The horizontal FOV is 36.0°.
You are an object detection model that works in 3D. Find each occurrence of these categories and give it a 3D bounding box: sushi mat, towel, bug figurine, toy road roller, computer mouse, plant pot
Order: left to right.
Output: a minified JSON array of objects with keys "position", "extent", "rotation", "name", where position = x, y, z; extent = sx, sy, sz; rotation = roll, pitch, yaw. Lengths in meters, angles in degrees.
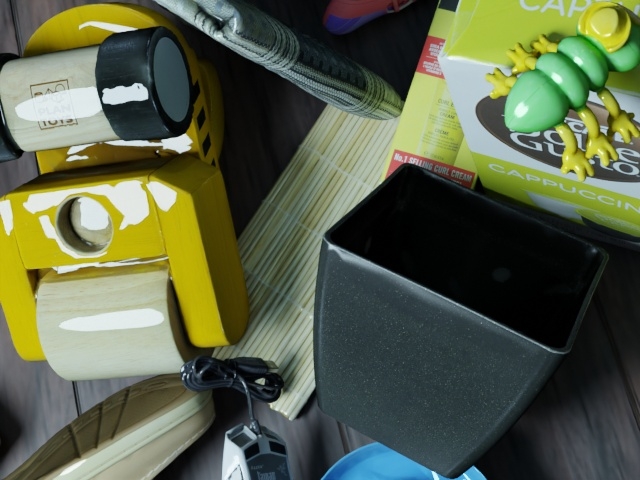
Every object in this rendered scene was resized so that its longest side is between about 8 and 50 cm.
[{"position":[-0.175,-0.055,0.923],"extent":[0.202,0.240,0.330],"rotation":[-6,105,16],"name":"toy road roller"},{"position":[-0.114,-0.205,0.857],"extent":[0.324,0.312,0.056],"rotation":[35,102,24],"name":"towel"},{"position":[-0.061,0.193,0.836],"extent":[0.042,0.106,0.193],"rotation":[-25,68,35],"name":"computer mouse"},{"position":[0.000,0.000,0.936],"extent":[0.151,0.019,0.317],"rotation":[31,85,20],"name":"sushi mat"},{"position":[0.095,0.071,0.786],"extent":[0.188,0.187,0.167],"rotation":[26,120,13],"name":"plant pot"},{"position":[0.221,-0.093,0.518],"extent":[0.216,0.072,0.279],"rotation":[-44,70,4],"name":"bug figurine"}]

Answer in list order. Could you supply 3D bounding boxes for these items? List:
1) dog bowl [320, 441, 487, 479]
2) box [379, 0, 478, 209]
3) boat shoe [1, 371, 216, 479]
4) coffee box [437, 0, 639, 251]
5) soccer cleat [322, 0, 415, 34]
[{"position":[0.059,0.312,0.780],"extent":[0.165,0.074,0.297],"rotation":[6,68,12],"name":"dog bowl"},{"position":[0.127,-0.142,0.896],"extent":[0.087,0.058,0.232],"rotation":[19,84,9],"name":"box"},{"position":[-0.223,0.243,0.890],"extent":[0.341,0.122,0.110],"rotation":[-35,104,3],"name":"boat shoe"},{"position":[0.314,-0.179,0.730],"extent":[0.337,0.334,0.338],"rotation":[16,80,19],"name":"coffee box"},{"position":[0.108,-0.279,0.956],"extent":[0.248,0.083,0.095],"rotation":[-44,89,4],"name":"soccer cleat"}]
